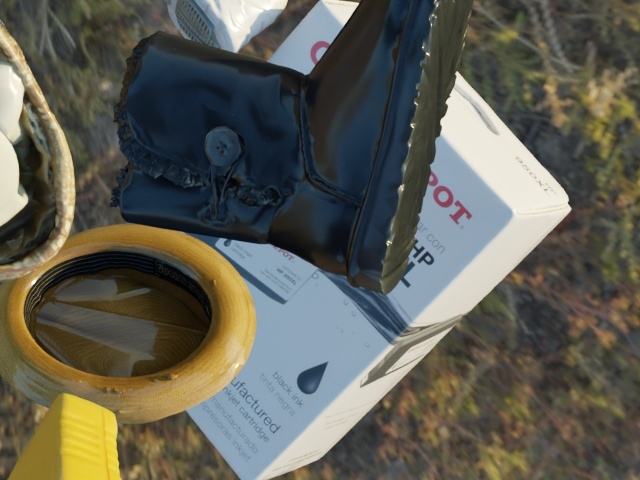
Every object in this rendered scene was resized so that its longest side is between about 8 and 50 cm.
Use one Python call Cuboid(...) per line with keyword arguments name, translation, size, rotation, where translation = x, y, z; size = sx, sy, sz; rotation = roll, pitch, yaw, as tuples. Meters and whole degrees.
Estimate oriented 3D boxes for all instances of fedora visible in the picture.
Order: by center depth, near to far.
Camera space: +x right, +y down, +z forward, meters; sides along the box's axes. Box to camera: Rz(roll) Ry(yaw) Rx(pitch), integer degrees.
Cuboid(name="fedora", translation=(-0.142, 0.074, 1.143), size=(0.194, 0.194, 0.079), rotation=(-9, 137, -9))

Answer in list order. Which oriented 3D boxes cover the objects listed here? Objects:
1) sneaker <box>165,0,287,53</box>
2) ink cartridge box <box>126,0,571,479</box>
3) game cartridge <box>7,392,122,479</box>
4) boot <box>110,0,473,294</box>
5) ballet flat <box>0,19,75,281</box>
Cuboid(name="sneaker", translation=(-0.121, -0.279, 1.496), size=(0.115, 0.090, 0.232), rotation=(-35, 87, -30))
Cuboid(name="ink cartridge box", translation=(0.000, 0.000, 1.563), size=(0.285, 0.166, 0.395), rotation=(49, 113, 15))
Cuboid(name="game cartridge", translation=(-0.176, 0.271, 0.813), size=(0.053, 0.323, 0.285), rotation=(26, 107, -18))
Cuboid(name="boot", translation=(-0.025, -0.102, 1.009), size=(0.207, 0.094, 0.246), rotation=(18, 108, 15))
Cuboid(name="ballet flat", translation=(-0.109, -0.057, 0.341), size=(0.073, 0.067, 0.206), rotation=(-43, 141, -3))
